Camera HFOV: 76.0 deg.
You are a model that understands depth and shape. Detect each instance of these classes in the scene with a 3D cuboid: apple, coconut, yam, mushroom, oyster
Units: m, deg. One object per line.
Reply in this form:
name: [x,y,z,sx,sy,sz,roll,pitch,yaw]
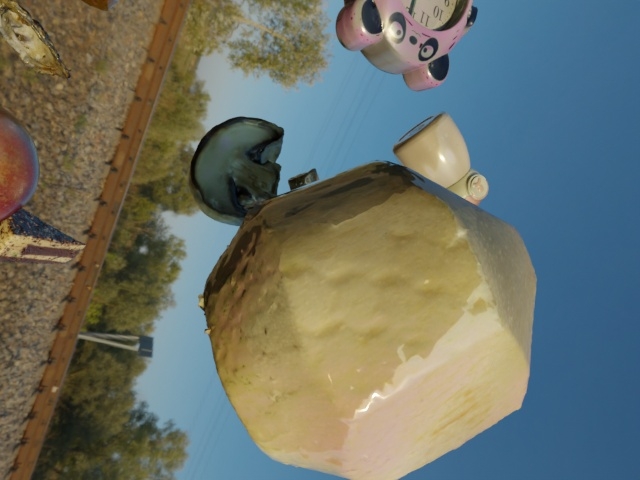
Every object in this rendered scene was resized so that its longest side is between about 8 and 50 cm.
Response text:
apple: [-0.835,-0.178,0.923,0.277,0.349,0.348,-161,-90,-75]
coconut: [0.065,0.071,0.465,0.352,0.353,0.352,-48,-148,43]
yam: [0.000,0.000,1.031,0.081,0.081,0.356,19,-53,67]
mushroom: [-0.193,-0.141,0.923,0.164,0.190,0.267,131,-33,-60]
oyster: [-0.553,-0.384,0.786,0.177,0.105,0.056,67,43,-60]

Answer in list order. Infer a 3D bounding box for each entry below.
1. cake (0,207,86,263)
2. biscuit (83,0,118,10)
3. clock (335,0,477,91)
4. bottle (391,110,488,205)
cake: [-0.808,0.023,1.165,0.112,0.246,0.135,-33,-132,7]
biscuit: [-0.481,-0.512,0.532,0.064,0.432,0.283,-67,-167,-15]
clock: [0.132,-0.364,0.586,0.090,0.228,0.247,12,-94,58]
bottle: [0.287,-0.161,0.945,0.147,0.236,0.147,-37,-169,8]
